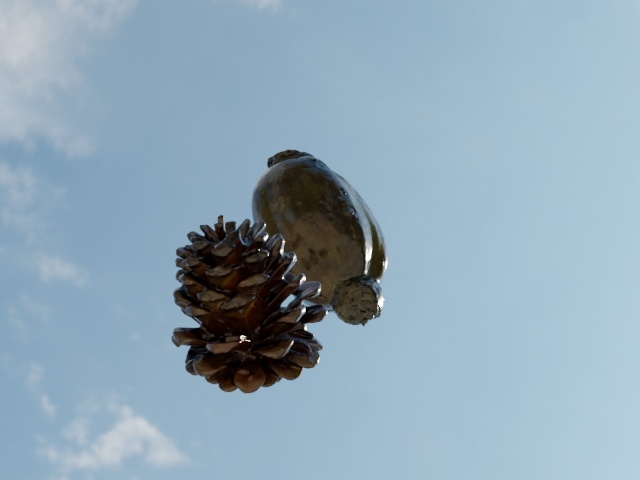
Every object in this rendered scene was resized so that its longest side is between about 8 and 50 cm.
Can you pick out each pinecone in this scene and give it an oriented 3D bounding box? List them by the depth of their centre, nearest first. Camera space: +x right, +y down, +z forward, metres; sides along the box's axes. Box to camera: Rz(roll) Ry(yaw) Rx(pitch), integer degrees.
[{"bbox_3d":[-0.051,0.040,0.662,0.102,0.102,0.109,-26,-73,14],"label":"pinecone"}]

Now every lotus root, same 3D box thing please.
[{"bbox_3d":[0.000,0.000,1.027,0.120,0.209,0.120,-19,-33,-13],"label":"lotus root"}]
